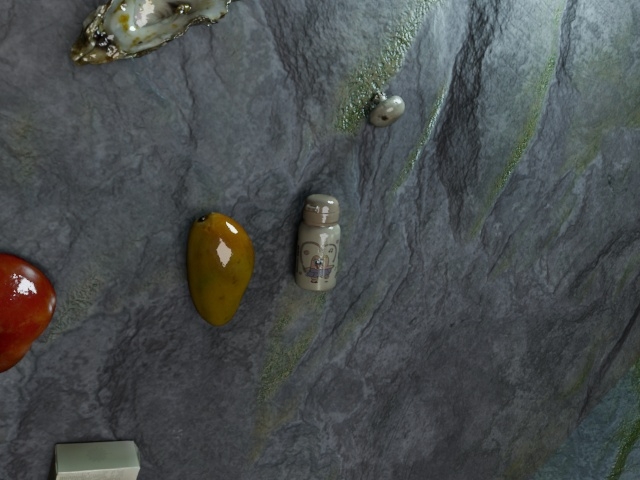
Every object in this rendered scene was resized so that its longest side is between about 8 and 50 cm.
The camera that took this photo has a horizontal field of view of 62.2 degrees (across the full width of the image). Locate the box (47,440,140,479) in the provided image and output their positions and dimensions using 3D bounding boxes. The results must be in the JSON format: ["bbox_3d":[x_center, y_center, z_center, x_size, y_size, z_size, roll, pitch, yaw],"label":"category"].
[{"bbox_3d":[-0.494,0.546,1.130,0.168,0.095,0.212,11,104,-30],"label":"box"}]

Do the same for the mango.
[{"bbox_3d":[-0.204,0.063,1.091,0.138,0.113,0.254,-8,114,-25],"label":"mango"}]

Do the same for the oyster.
[{"bbox_3d":[-0.269,-0.393,0.886,0.341,0.110,0.166,-47,129,-8],"label":"oyster"}]

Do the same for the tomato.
[{"bbox_3d":[-0.581,0.139,0.901,0.200,0.139,0.233,35,91,-27],"label":"tomato"}]

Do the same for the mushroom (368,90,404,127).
[{"bbox_3d":[0.140,-0.295,1.171,0.085,0.085,0.079,-29,86,-16],"label":"mushroom"}]

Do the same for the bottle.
[{"bbox_3d":[0.000,0.000,1.190,0.110,0.097,0.209,-23,124,-56],"label":"bottle"}]
